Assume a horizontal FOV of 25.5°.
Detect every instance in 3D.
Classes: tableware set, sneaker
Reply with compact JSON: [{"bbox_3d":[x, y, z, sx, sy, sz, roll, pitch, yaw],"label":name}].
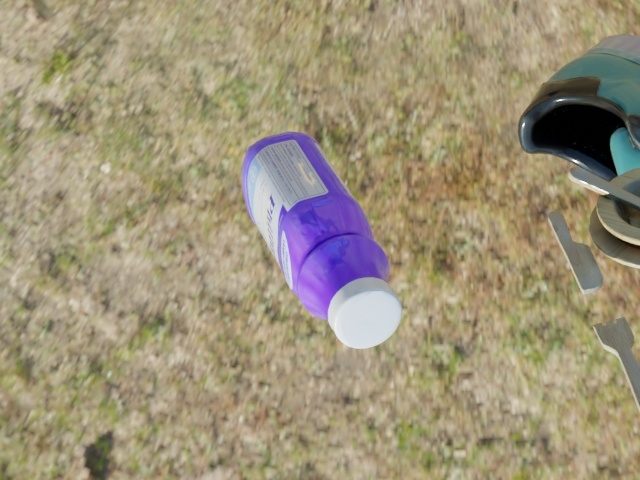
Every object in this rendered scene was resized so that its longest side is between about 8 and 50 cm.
[{"bbox_3d":[0.215,0.012,0.820,0.128,0.194,0.039,-13,129,-2],"label":"tableware set"},{"bbox_3d":[0.268,-0.045,0.952,0.302,0.121,0.108,28,141,40],"label":"sneaker"}]

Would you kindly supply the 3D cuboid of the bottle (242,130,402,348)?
[{"bbox_3d":[0.000,0.000,1.388,0.092,0.283,0.118,-15,126,-12],"label":"bottle"}]
